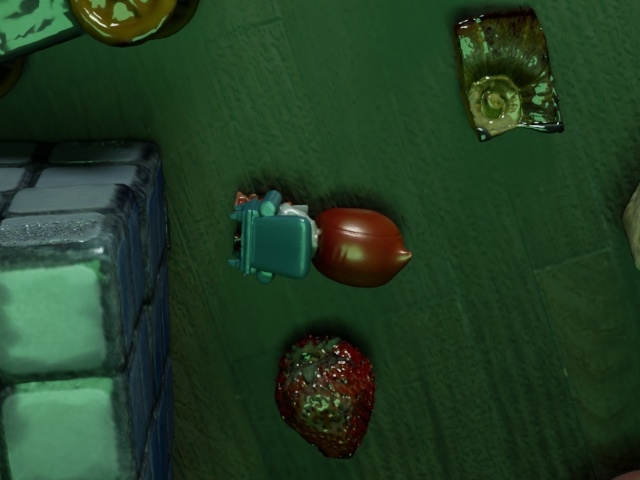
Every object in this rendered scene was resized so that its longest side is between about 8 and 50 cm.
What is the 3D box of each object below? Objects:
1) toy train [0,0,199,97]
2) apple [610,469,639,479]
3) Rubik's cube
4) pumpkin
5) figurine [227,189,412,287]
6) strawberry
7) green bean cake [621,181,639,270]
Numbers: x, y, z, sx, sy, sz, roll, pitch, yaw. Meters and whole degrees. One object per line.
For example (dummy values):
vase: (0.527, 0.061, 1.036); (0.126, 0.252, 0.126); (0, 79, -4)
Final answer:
toy train: (-0.236, -0.219, 1.397); (0.369, 0.163, 0.232); (-19, 97, 5)
apple: (0.265, 0.253, 1.557); (0.153, 0.120, 0.153); (1, 102, 4)
Rubik's cube: (-0.280, 0.125, 1.401); (0.343, 0.337, 0.344); (-4, 105, 0)
pumpkin: (0.139, -0.124, 1.490); (0.073, 0.035, 0.101); (-13, 103, -9)
figurine: (0.000, 0.000, 1.502); (0.140, 0.075, 0.068); (7, 106, 0)
strawberry: (0.006, 0.124, 1.539); (0.083, 0.083, 0.096); (-8, 115, 2)
green bean cake: (0.298, -0.054, 1.471); (0.085, 0.109, 0.179); (21, 105, -8)
